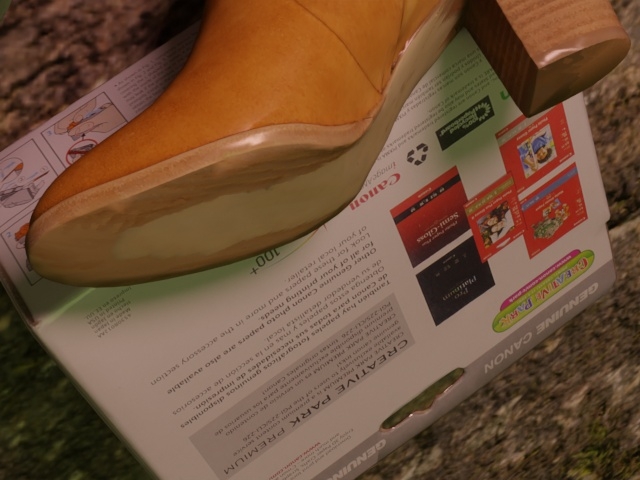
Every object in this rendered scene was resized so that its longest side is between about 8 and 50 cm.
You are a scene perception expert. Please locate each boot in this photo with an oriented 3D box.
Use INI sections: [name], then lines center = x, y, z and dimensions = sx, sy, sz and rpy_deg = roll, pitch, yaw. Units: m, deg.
[boot]
center = -0.026, -0.118, 0.634
dimensions = 0.295, 0.211, 0.104
rpy_deg = -24, 159, -14

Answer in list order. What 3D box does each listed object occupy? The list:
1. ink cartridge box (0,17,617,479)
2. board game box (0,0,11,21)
[ink cartridge box]
center = 0.000, 0.000, 0.798
dimensions = 0.309, 0.130, 0.272
rpy_deg = -34, 138, -8
[board game box]
center = -0.279, -0.068, 0.419
dimensions = 0.390, 0.050, 0.390
rpy_deg = -18, 176, -24
